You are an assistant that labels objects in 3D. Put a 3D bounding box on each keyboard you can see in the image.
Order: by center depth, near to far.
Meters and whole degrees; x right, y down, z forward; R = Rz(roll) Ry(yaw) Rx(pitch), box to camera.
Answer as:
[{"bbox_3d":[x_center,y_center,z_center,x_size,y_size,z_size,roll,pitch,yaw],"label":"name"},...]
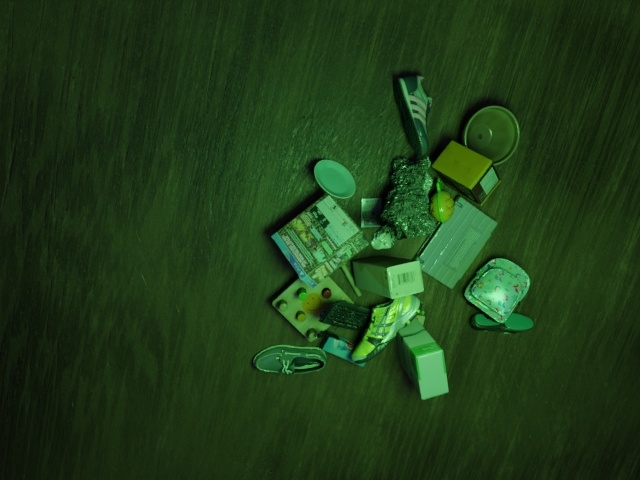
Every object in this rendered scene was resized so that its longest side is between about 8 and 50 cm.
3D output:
[{"bbox_3d":[0.094,0.346,1.846,0.201,0.033,0.317,-49,144,11],"label":"keyboard"}]

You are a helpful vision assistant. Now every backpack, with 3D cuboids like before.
[{"bbox_3d":[0.775,0.205,1.937,0.225,0.191,0.253,38,86,16],"label":"backpack"}]

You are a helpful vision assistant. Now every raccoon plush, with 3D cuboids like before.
[{"bbox_3d":[0.326,-0.160,1.693,0.216,0.446,0.299,2,105,18],"label":"raccoon plush"}]

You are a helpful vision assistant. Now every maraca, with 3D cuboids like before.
[{"bbox_3d":[0.503,-0.163,1.845,0.099,0.127,0.185,-6,81,23],"label":"maraca"}]

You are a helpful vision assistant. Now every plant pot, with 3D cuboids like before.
[{"bbox_3d":[0.679,-0.428,1.822,0.238,0.110,0.237,-2,104,-9],"label":"plant pot"}]

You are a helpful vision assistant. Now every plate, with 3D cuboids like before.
[{"bbox_3d":[0.054,-0.239,1.756,0.188,0.188,0.024,28,138,-14],"label":"plate"}]

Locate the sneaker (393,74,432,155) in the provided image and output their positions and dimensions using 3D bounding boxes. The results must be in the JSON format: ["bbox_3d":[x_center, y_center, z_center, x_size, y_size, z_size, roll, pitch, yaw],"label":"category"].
[{"bbox_3d":[0.392,-0.497,1.739,0.131,0.112,0.318,-17,94,-9],"label":"sneaker"}]

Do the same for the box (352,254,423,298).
[{"bbox_3d":[0.259,0.138,1.767,0.148,0.311,0.121,-11,96,-21],"label":"box"}]

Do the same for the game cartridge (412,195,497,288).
[{"bbox_3d":[0.585,0.013,1.938,0.230,0.068,0.355,32,96,-18],"label":"game cartridge"}]

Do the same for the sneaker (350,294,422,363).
[{"bbox_3d":[0.256,0.360,1.897,0.147,0.145,0.384,43,88,2],"label":"sneaker"}]

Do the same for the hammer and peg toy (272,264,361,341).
[{"bbox_3d":[0.014,0.230,1.859,0.361,0.127,0.266,-41,106,2],"label":"hammer and peg toy"}]

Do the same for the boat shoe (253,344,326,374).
[{"bbox_3d":[-0.129,0.523,1.919,0.320,0.099,0.116,-1,103,-9],"label":"boat shoe"}]

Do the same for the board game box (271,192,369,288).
[{"bbox_3d":[0.000,0.000,1.738,0.291,0.141,0.232,-37,63,1],"label":"board game box"}]

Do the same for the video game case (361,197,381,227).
[{"bbox_3d":[0.214,-0.117,1.871,0.087,0.011,0.122,-3,103,-9],"label":"video game case"}]

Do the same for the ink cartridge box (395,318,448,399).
[{"bbox_3d":[0.422,0.495,1.898,0.122,0.289,0.211,-14,109,-5],"label":"ink cartridge box"}]

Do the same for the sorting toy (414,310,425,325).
[{"bbox_3d":[0.444,0.356,2.017,0.062,0.012,0.083,10,101,-11],"label":"sorting toy"}]

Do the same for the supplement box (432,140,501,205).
[{"bbox_3d":[0.581,-0.265,1.764,0.129,0.191,0.194,-53,143,5],"label":"supplement box"}]

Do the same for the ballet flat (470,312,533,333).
[{"bbox_3d":[0.825,0.383,2.046,0.281,0.095,0.096,6,144,0],"label":"ballet flat"}]

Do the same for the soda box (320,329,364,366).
[{"bbox_3d":[0.110,0.478,1.964,0.210,0.067,0.071,26,98,-14],"label":"soda box"}]
